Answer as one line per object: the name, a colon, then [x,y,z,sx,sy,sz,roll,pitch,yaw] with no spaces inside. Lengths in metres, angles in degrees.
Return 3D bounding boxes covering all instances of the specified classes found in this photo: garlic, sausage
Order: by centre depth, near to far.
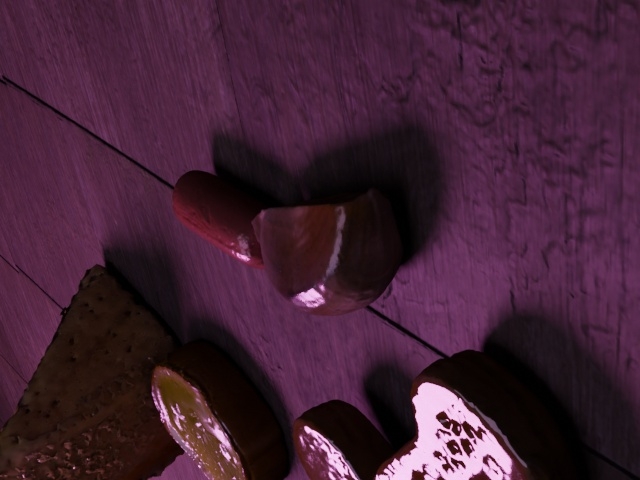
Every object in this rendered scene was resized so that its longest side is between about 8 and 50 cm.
garlic: [0.006,0.013,0.871,0.195,0.087,0.101,-6,98,64]
sausage: [-0.091,-0.022,1.016,0.154,0.062,0.062,30,141,43]

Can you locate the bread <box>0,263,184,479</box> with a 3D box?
bread: [-0.365,0.230,1.478,0.279,0.315,0.248,50,151,35]

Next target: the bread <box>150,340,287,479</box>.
bread: [-0.136,0.240,1.342,0.236,0.070,0.236,40,147,32]

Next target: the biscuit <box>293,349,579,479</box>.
biscuit: [0.138,0.264,0.907,0.368,0.076,0.394,54,149,11]
